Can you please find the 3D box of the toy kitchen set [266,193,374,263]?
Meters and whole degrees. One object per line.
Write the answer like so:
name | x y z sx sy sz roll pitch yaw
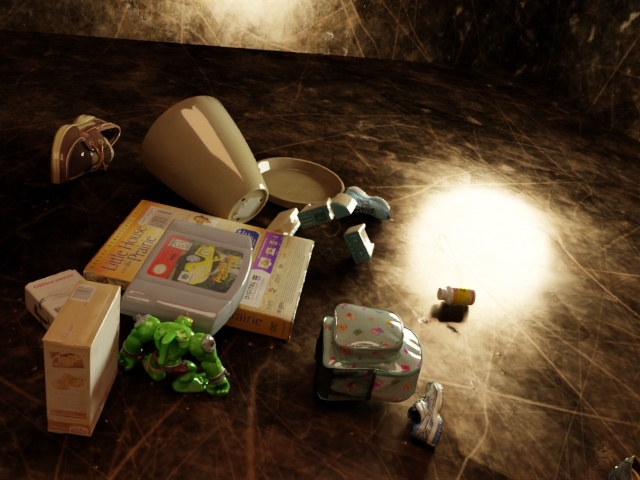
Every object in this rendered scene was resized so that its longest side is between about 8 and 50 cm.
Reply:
toy kitchen set | 0.000 0.000 1.456 0.207 0.166 0.122 -16 20 26

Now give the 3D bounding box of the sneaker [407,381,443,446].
sneaker | 0.184 0.297 1.056 0.058 0.052 0.135 11 31 5

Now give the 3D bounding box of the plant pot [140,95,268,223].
plant pot | -0.263 -0.174 1.498 0.274 0.257 0.256 46 42 18

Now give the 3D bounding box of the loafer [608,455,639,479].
loafer | 0.525 0.428 0.959 0.062 0.061 0.170 6 32 -13

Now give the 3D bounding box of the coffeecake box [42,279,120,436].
coffeecake box | -0.360 0.179 0.911 0.068 0.186 0.142 10 31 -6

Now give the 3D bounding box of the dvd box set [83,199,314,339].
dvd box set | -0.240 0.051 1.282 0.420 0.062 0.308 13 31 -1

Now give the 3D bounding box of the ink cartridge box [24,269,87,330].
ink cartridge box | -0.459 0.122 1.090 0.135 0.056 0.099 33 36 29

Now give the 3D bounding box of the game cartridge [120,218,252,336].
game cartridge | -0.238 0.063 1.160 0.195 0.060 0.294 16 33 -3

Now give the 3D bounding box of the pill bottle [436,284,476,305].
pill bottle | 0.314 0.127 1.383 0.083 0.043 0.043 6 32 -12

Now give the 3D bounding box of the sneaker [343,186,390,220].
sneaker | 0.123 -0.089 1.661 0.162 0.063 0.073 27 49 31

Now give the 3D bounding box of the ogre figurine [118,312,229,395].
ogre figurine | -0.244 0.190 1.002 0.197 0.118 0.097 28 34 22

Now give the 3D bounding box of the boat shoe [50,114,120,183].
boat shoe | -0.606 -0.242 1.567 0.123 0.123 0.342 7 25 -7

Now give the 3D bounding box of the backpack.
backpack | 0.092 0.206 1.083 0.188 0.145 0.166 13 26 -6

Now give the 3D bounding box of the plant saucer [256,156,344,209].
plant saucer | -0.070 -0.161 1.708 0.277 0.041 0.278 10 31 -6
